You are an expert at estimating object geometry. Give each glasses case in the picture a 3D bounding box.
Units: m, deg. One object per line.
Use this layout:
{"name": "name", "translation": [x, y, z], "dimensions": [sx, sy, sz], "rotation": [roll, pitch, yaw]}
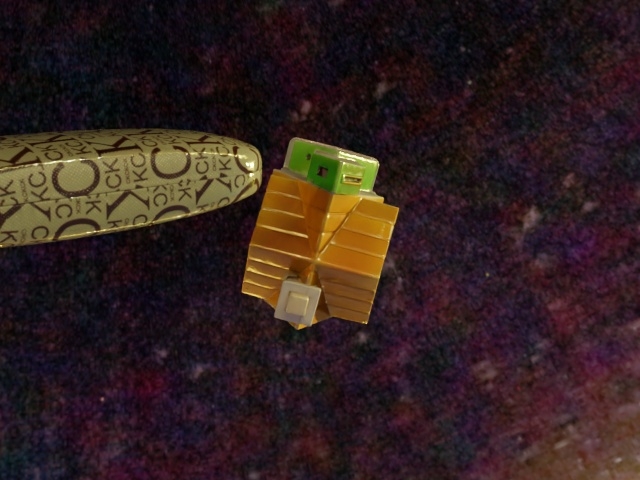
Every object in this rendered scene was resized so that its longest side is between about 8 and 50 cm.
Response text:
{"name": "glasses case", "translation": [-0.212, -0.049, 0.611], "dimensions": [0.354, 0.137, 0.085], "rotation": [-11, 107, -38]}

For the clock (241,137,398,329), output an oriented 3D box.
{"name": "clock", "translation": [0.000, 0.000, 0.923], "dimensions": [0.166, 0.309, 0.235], "rotation": [15, 99, -2]}
